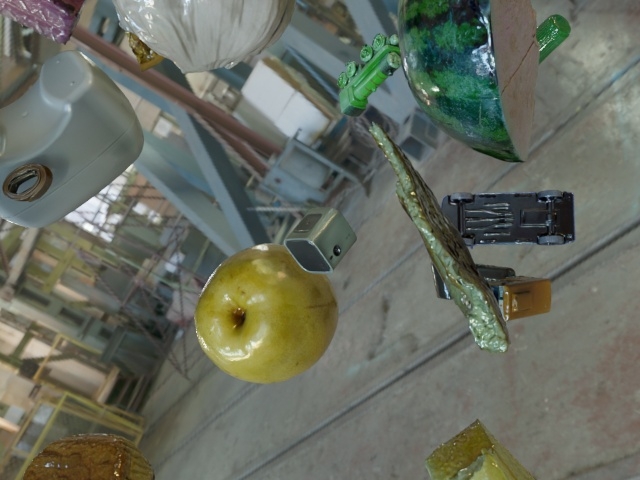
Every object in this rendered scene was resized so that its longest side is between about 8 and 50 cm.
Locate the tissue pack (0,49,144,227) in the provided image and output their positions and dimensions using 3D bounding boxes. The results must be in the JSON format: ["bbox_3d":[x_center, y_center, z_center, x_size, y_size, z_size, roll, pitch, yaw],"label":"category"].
[{"bbox_3d":[-0.518,-0.184,1.326,0.333,0.236,0.229,-39,49,-3],"label":"tissue pack"}]

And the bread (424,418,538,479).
[{"bbox_3d":[0.273,0.397,0.990,0.124,0.257,0.186,-46,-19,9],"label":"bread"}]

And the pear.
[{"bbox_3d":[-0.113,0.155,1.419,0.314,0.314,0.314,-54,15,21],"label":"pear"}]

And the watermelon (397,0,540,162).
[{"bbox_3d":[0.222,-0.302,1.099,0.222,0.319,0.292,9,88,32],"label":"watermelon"}]

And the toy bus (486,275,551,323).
[{"bbox_3d":[0.474,0.143,1.649,0.114,0.201,0.098,2,94,50],"label":"toy bus"}]

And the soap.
[{"bbox_3d":[-0.635,-0.542,1.379,0.182,0.289,0.112,-33,41,56],"label":"soap"}]

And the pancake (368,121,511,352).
[{"bbox_3d":[0.178,0.009,1.008,0.067,0.305,0.426,-31,48,13],"label":"pancake"}]

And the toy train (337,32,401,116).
[{"bbox_3d":[0.128,-0.430,1.742,0.251,0.085,0.119,-36,53,54],"label":"toy train"}]

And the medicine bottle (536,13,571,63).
[{"bbox_3d":[0.394,-0.351,1.399,0.309,0.076,0.111,-44,62,55],"label":"medicine bottle"}]

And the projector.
[{"bbox_3d":[0.000,0.000,1.154,0.083,0.083,0.082,-2,42,49],"label":"projector"}]

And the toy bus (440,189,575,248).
[{"bbox_3d":[0.426,-0.045,1.546,0.133,0.292,0.125,28,-118,-75],"label":"toy bus"}]

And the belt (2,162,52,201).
[{"bbox_3d":[-0.514,-0.100,1.177,0.083,0.059,0.036,-32,-2,-1],"label":"belt"}]

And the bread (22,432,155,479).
[{"bbox_3d":[-0.477,0.503,1.356,0.254,0.142,0.227,-2,57,20],"label":"bread"}]

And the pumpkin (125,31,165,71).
[{"bbox_3d":[-0.419,-0.533,1.590,0.111,0.163,0.278,-24,-4,-11],"label":"pumpkin"}]

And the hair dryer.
[{"bbox_3d":[0.421,0.043,1.868,0.116,0.244,0.302,-20,12,-30],"label":"hair dryer"}]

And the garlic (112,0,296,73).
[{"bbox_3d":[-0.118,-0.299,0.786,0.230,0.177,0.143,-17,10,-32],"label":"garlic"}]
